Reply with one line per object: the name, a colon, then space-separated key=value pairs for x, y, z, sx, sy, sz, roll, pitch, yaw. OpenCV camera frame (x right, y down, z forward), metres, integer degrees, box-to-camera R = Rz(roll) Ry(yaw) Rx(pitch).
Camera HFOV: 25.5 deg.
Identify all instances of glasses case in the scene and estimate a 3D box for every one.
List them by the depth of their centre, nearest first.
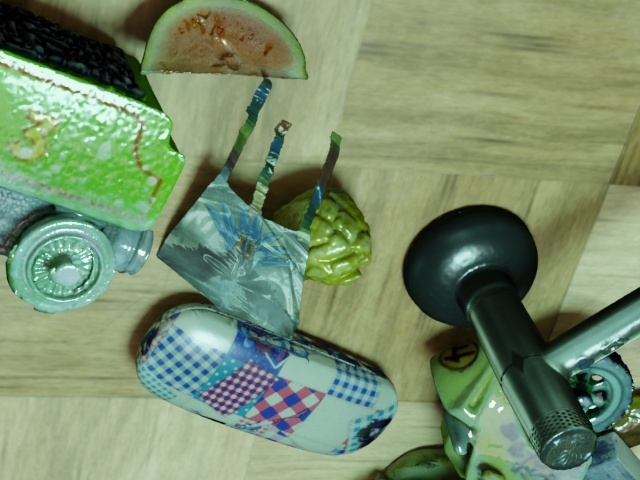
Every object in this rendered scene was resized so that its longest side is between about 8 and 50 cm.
glasses case: x=-0.056 y=0.161 z=1.611 sx=0.327 sy=0.076 sz=0.125 roll=24 pitch=116 yaw=-30

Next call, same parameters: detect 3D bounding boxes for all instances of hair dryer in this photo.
hair dryer: x=0.281 y=0.074 z=1.512 sx=0.284 sy=0.320 sz=0.155 roll=-25 pitch=130 yaw=-9

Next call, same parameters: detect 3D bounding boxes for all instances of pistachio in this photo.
pistachio: x=0.388 y=0.238 z=1.813 sx=0.173 sy=0.049 sz=0.089 roll=-26 pitch=128 yaw=4

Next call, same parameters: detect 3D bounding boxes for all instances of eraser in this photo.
eraser: x=0.305 y=0.319 z=1.823 sx=0.212 sy=0.046 sz=0.092 roll=-26 pitch=130 yaw=23

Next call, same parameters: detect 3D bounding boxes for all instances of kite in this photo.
kite: x=-0.053 y=-0.020 z=1.413 sx=0.169 sy=0.015 sz=0.310 roll=36 pitch=136 yaw=4

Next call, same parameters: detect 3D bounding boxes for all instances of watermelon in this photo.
watermelon: x=-0.100 y=-0.179 z=1.348 sx=0.163 sy=0.087 sz=0.069 roll=1 pitch=156 yaw=-20

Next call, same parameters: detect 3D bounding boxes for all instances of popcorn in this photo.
popcorn: x=0.000 y=0.000 z=1.476 sx=0.106 sy=0.120 sz=0.116 roll=-23 pitch=137 yaw=0

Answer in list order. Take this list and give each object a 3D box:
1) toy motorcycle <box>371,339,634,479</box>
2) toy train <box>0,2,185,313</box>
toy motorcycle: x=0.195 y=0.272 z=1.697 sx=0.237 sy=0.168 sz=0.410 roll=20 pitch=116 yaw=-9
toy train: x=-0.283 y=-0.083 z=1.311 sx=0.307 sy=0.173 sz=0.249 roll=20 pitch=110 yaw=-27
